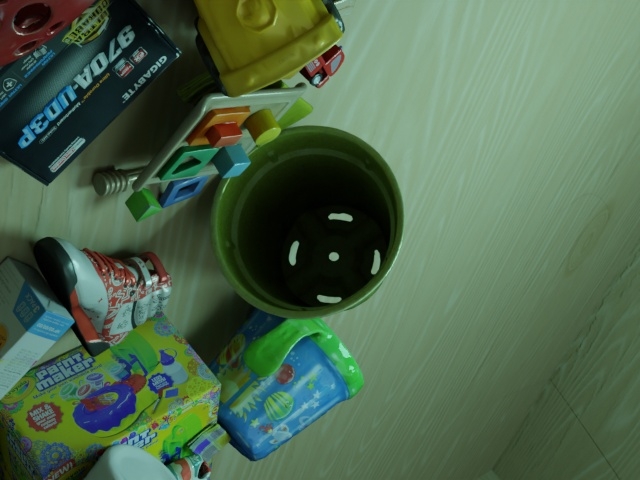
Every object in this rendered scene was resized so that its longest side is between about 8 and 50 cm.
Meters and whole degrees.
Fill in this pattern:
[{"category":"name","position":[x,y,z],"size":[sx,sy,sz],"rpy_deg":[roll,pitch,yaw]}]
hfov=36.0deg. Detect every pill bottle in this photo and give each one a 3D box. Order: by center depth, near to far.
[{"category":"pill bottle","position":[-0.304,0.404,1.351],"size":[0.229,0.131,0.131],"rpy_deg":[-51,151,11]}]

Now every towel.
[{"category":"towel","position":[-0.089,-0.177,1.273],"size":[0.102,0.021,0.237],"rpy_deg":[-27,163,13]},{"category":"towel","position":[-0.172,0.314,1.530],"size":[0.060,0.009,0.083],"rpy_deg":[-38,151,-11]}]

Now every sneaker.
[{"category":"sneaker","position":[-0.283,0.045,1.317],"size":[0.145,0.090,0.270],"rpy_deg":[-34,154,-19]},{"category":"sneaker","position":[-0.201,0.383,1.532],"size":[0.075,0.057,0.161],"rpy_deg":[-28,145,-18]}]

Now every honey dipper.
[{"category":"honey dipper","position":[-0.221,-0.085,1.282],"size":[0.161,0.030,0.030],"rpy_deg":[-16,141,-44]}]

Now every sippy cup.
[{"category":"sippy cup","position":[-0.086,0.236,1.643],"size":[0.224,0.240,0.305],"rpy_deg":[-43,129,-19]}]

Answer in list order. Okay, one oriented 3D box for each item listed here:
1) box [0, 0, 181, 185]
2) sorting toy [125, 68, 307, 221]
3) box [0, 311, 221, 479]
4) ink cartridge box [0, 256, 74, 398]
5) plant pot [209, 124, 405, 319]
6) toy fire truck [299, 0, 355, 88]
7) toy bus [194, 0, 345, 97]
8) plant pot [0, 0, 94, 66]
[{"category":"box","position":[-0.278,-0.180,1.057],"size":[0.220,0.051,0.175],"rpy_deg":[-44,152,0]},{"category":"sorting toy","position":[-0.117,-0.121,1.226],"size":[0.196,0.047,0.348],"rpy_deg":[-20,163,-49]},{"category":"box","position":[-0.328,0.303,1.510],"size":[0.290,0.177,0.279],"rpy_deg":[-26,146,-30]},{"category":"ink cartridge box","position":[-0.411,0.125,1.237],"size":[0.181,0.104,0.061],"rpy_deg":[-46,151,4]},{"category":"plant pot","position":[0.000,0.000,1.475],"size":[0.276,0.276,0.254],"rpy_deg":[-43,164,-2]},{"category":"toy fire truck","position":[0.002,-0.293,1.270],"size":[0.135,0.047,0.192],"rpy_deg":[-44,152,-2]},{"category":"toy bus","position":[-0.092,-0.285,1.050],"size":[0.149,0.220,0.211],"rpy_deg":[-30,119,4]},{"category":"plant pot","position":[-0.310,-0.226,0.818],"size":[0.174,0.191,0.191],"rpy_deg":[-38,152,3]}]
